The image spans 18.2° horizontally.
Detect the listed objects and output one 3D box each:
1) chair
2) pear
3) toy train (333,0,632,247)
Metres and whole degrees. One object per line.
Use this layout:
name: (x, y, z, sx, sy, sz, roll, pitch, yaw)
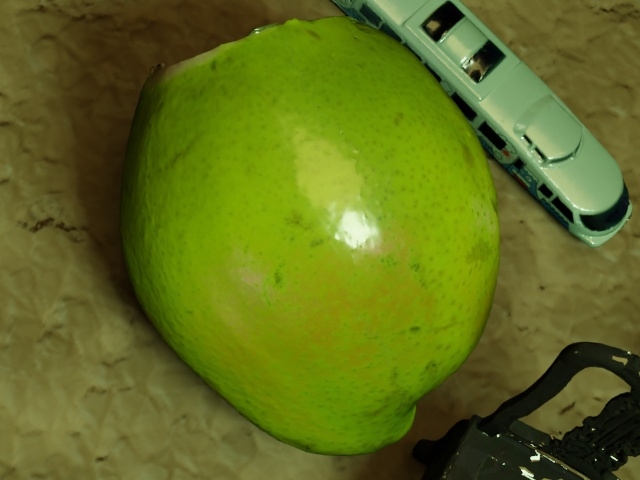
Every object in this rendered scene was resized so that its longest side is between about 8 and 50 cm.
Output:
chair: (0.103, 0.138, 0.946, 0.106, 0.229, 0.113, 30, 68, -5)
pear: (0.000, 0.000, 0.983, 0.187, 0.187, 0.220, -24, 96, -19)
toy train: (0.094, -0.081, 1.096, 0.207, 0.047, 0.043, 45, 68, 2)
